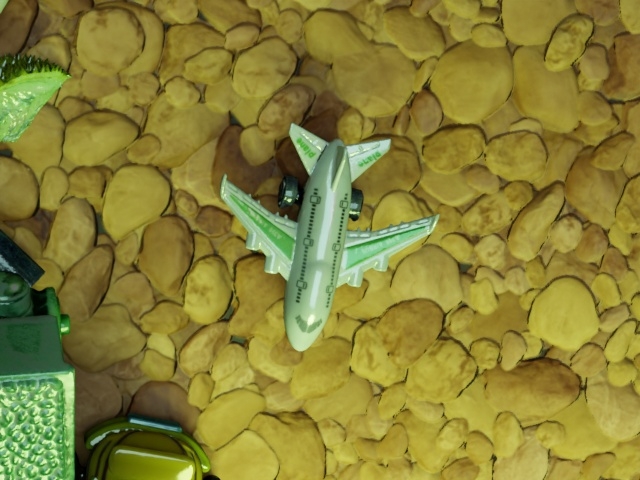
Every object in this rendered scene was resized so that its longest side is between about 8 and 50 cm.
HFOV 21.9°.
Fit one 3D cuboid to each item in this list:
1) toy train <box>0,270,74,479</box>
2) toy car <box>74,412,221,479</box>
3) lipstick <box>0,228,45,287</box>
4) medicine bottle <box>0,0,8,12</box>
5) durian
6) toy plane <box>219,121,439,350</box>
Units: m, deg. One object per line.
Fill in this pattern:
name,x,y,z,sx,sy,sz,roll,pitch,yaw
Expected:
toy train,-0.336,0.170,1.769,0.145,0.202,0.266,-3,127,-12
toy car,-0.210,0.326,1.858,0.200,0.142,0.247,9,96,-11
lipstick,-0.403,-0.032,1.828,0.053,0.053,0.234,-43,98,-2
medicine bottle,-0.338,-0.354,1.743,0.143,0.143,0.258,34,90,-13
durian,-0.365,-0.133,1.796,0.215,0.086,0.100,-46,119,-16
toy plane,-0.001,-0.001,1.876,0.251,0.101,0.255,9,100,-12
